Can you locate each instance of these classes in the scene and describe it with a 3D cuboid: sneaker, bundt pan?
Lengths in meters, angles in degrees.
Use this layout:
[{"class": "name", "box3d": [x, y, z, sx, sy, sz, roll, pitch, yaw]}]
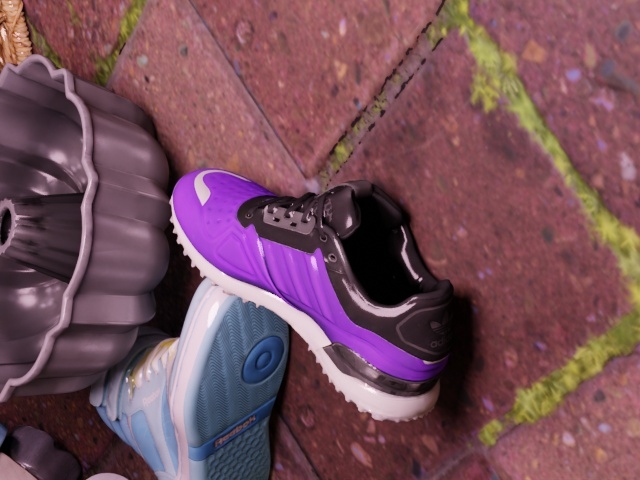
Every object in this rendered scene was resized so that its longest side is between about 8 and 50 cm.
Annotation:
[{"class": "sneaker", "box3d": [-0.143, 0.118, 1.356, 0.208, 0.127, 0.319, 39, 137, 32]}, {"class": "sneaker", "box3d": [0.001, 0.000, 1.126, 0.293, 0.102, 0.146, 38, 133, 27]}, {"class": "bundt pan", "box3d": [-0.250, -0.004, 1.353, 0.331, 0.124, 0.330, -16, 70, 49]}]

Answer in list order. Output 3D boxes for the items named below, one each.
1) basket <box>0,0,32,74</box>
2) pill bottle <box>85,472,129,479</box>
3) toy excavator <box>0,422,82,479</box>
[{"class": "basket", "box3d": [-0.436, -0.141, 1.437, 0.223, 0.299, 0.213, -33, 83, 56]}, {"class": "pill bottle", "box3d": [-0.262, 0.356, 1.677, 0.103, 0.103, 0.184, 47, 141, 25]}, {"class": "toy excavator", "box3d": [-0.587, 0.271, 1.809, 0.445, 0.222, 0.433, 43, 146, -12]}]
